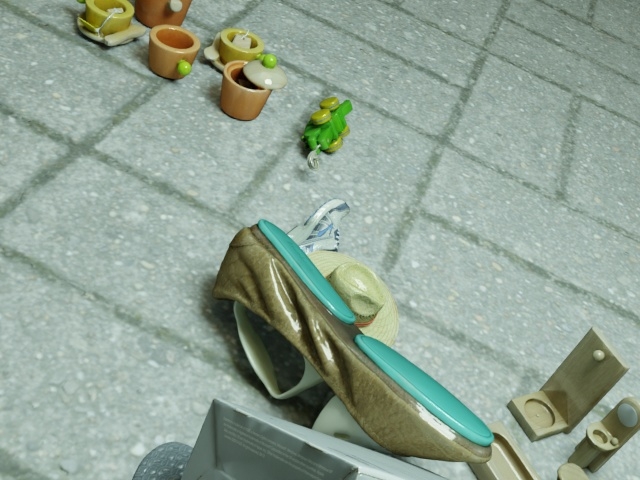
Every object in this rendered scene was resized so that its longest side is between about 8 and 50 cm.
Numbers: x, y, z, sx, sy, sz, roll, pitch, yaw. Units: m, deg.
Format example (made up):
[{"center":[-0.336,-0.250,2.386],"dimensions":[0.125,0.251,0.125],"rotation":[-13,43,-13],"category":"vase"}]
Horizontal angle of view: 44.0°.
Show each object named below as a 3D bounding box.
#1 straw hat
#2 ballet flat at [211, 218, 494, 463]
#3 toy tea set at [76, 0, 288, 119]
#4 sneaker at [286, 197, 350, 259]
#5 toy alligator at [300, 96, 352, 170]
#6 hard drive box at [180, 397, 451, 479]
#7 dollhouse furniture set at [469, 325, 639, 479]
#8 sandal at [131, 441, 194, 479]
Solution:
[{"center":[0.036,0.058,0.866],"dimensions":[0.145,0.061,0.144],"rotation":[13,54,-19],"category":"straw hat"},{"center":[0.008,0.120,0.767],"dimensions":[0.342,0.124,0.116],"rotation":[42,8,26],"category":"ballet flat"},{"center":[-0.178,-0.316,1.148],"dimensions":[0.336,0.124,0.200],"rotation":[31,40,9],"category":"toy tea set"},{"center":[0.000,0.000,0.956],"dimensions":[0.058,0.052,0.135],"rotation":[43,50,6],"category":"sneaker"},{"center":[-0.003,-0.149,1.113],"dimensions":[0.051,0.056,0.189],"rotation":[-9,31,28],"category":"toy alligator"},{"center":[0.040,0.205,0.576],"dimensions":[0.232,0.089,0.181],"rotation":[27,-11,-33],"category":"hard drive box"},{"center":[0.242,0.191,0.799],"dimensions":[0.151,0.123,0.144],"rotation":[-7,49,-32],"category":"dollhouse furniture set"},{"center":[-0.073,0.276,0.611],"dimensions":[0.097,0.054,0.254],"rotation":[-23,69,-42],"category":"sandal"}]
